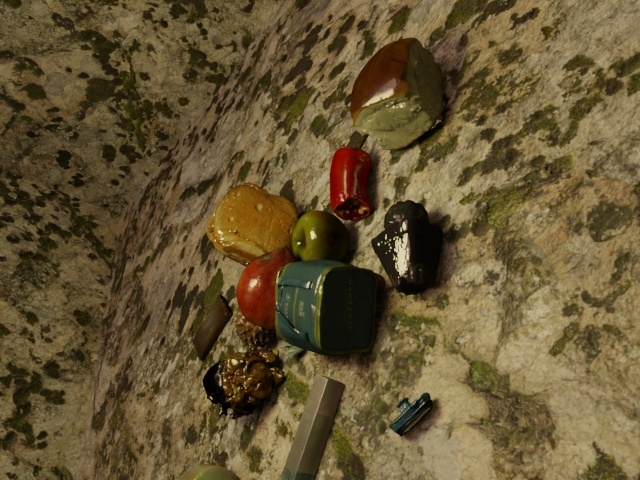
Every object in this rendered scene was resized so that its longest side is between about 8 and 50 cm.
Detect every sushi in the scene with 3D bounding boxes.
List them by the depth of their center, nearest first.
[{"bbox_3d":[-0.246,0.448,1.969,0.200,0.213,0.204,54,132,16],"label":"sushi"}]

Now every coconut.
[{"bbox_3d":[-0.341,0.789,1.862,0.236,0.204,0.236,-25,6,3],"label":"coconut"}]

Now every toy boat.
[{"bbox_3d":[0.206,0.401,1.435,0.137,0.060,0.061,-56,51,26],"label":"toy boat"}]

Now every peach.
[{"bbox_3d":[-0.137,0.139,1.888,0.232,0.233,0.256,52,128,56],"label":"peach"}]

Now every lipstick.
[{"bbox_3d":[-0.024,0.532,1.684,0.066,0.068,0.317,4,73,58],"label":"lipstick"}]

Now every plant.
[{"bbox_3d":[0.228,0.012,1.598,0.164,0.142,0.255,-36,45,41],"label":"plant"}]

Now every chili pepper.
[{"bbox_3d":[0.096,-0.231,1.969,0.131,0.135,0.338,-32,45,47],"label":"chili pepper"}]

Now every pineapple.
[{"bbox_3d":[-0.216,0.289,2.075,0.193,0.166,0.166,102,165,-45],"label":"pineapple"}]

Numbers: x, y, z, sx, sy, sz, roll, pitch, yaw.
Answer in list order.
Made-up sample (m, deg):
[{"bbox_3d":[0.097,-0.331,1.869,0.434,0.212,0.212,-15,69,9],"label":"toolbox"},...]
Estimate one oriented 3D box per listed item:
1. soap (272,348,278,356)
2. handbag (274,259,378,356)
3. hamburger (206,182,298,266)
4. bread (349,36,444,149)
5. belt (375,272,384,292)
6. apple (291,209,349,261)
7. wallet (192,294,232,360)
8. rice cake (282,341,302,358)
[{"bbox_3d":[-0.168,0.388,2.056,0.089,0.012,0.034,-32,44,42],"label":"soap"},{"bbox_3d":[0.009,0.185,1.715,0.241,0.222,0.262,-1,83,57],"label":"handbag"},{"bbox_3d":[-0.234,-0.048,2.188,0.174,0.305,0.284,-23,41,61],"label":"hamburger"},{"bbox_3d":[0.223,-0.445,1.838,0.250,0.225,0.278,-26,44,45],"label":"bread"},{"bbox_3d":[0.147,0.120,1.745,0.083,0.036,0.059,32,103,59],"label":"belt"},{"bbox_3d":[0.000,0.000,1.923,0.196,0.157,0.196,-16,70,55],"label":"apple"},{"bbox_3d":[-0.436,0.351,2.468,0.243,0.039,0.133,-57,38,12],"label":"wallet"},{"bbox_3d":[-0.103,0.235,2.016,0.066,0.063,0.336,-41,38,27],"label":"rice cake"}]
